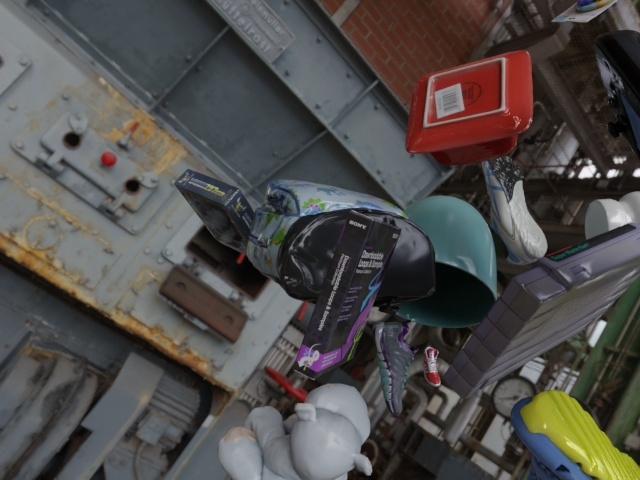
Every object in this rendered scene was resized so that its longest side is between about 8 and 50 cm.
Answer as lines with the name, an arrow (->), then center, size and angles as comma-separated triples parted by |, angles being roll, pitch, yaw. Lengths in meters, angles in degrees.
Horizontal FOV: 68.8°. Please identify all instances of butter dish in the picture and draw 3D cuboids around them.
butter dish -> 0.212, -0.161, 0.648 | 0.160, 0.160, 0.118 | -5, -35, 28

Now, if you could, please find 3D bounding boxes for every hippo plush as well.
hippo plush -> -0.043, 0.345, 0.785 | 0.234, 0.236, 0.294 | 32, 27, 11

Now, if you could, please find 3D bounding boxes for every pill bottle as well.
pill bottle -> 0.777, -0.034, 1.066 | 0.278, 0.162, 0.162 | -2, -21, 9

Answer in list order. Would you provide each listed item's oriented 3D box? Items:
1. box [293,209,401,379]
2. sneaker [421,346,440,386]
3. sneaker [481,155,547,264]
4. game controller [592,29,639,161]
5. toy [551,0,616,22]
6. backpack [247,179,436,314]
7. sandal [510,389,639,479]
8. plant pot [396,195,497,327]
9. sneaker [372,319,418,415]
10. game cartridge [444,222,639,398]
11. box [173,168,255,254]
box -> 0.033, 0.054, 0.483 | 0.029, 0.162, 0.116 | 21, 5, 22
sneaker -> 0.324, 0.361, 1.358 | 0.042, 0.067, 0.118 | 2, 29, -6
sneaker -> 0.350, -0.066, 0.891 | 0.085, 0.237, 0.086 | -4, -17, -33
game controller -> 0.315, -0.050, 0.396 | 0.166, 0.319, 0.067 | 30, -49, -33
toy -> 0.736, -0.659, 1.214 | 0.056, 0.237, 0.137 | 55, 4, -28
backpack -> 0.000, 0.000, 0.896 | 0.290, 0.273, 0.355 | 3, -7, -24
sandal -> 0.329, 0.312, 0.607 | 0.317, 0.138, 0.126 | 45, 25, -24
plant pot -> 0.280, 0.036, 1.126 | 0.293, 0.235, 0.293 | 14, -34, 10
sneaker -> 0.184, 0.295, 1.079 | 0.083, 0.098, 0.223 | -49, 129, -80
game cartridge -> 0.359, 0.093, 0.699 | 0.068, 0.355, 0.230 | 48, -41, 37
box -> -0.227, -0.056, 1.133 | 0.183, 0.059, 0.232 | 21, -27, 32
